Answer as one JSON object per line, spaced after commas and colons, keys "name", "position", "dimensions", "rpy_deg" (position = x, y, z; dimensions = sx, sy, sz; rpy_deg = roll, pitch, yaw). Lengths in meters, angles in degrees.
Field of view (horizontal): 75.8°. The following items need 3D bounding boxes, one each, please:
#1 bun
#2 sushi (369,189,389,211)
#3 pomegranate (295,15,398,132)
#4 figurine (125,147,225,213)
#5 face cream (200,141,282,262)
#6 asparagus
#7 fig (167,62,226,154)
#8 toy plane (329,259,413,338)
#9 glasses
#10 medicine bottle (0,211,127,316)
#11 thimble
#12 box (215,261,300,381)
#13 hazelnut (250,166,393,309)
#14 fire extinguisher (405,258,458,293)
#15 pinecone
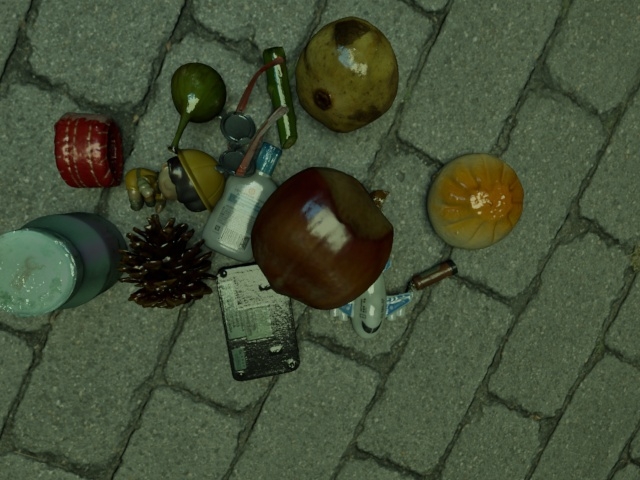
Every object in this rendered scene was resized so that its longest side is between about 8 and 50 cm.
{"name": "bun", "position": [0.468, -0.114, 1.223], "dimensions": [0.298, 0.165, 0.300], "rpy_deg": [-1, 97, -8]}
{"name": "sushi", "position": [0.161, -0.107, 1.238], "dimensions": [0.060, 0.062, 0.118], "rpy_deg": [38, 112, -20]}
{"name": "pomegranate", "position": [0.072, -0.424, 1.067], "dimensions": [0.280, 0.281, 0.282], "rpy_deg": [-1, 98, -8]}
{"name": "figurine", "position": [-0.382, -0.157, 1.090], "dimensions": [0.256, 0.192, 0.168], "rpy_deg": [0, 80, 3]}
{"name": "face cream", "position": [-0.205, -0.115, 1.169], "dimensions": [0.162, 0.080, 0.337], "rpy_deg": [24, 94, -9]}
{"name": "asparagus", "position": [-0.108, -0.397, 1.153], "dimensions": [0.067, 0.060, 0.278], "rpy_deg": [-15, 101, -16]}
{"name": "fig", "position": [-0.338, -0.339, 1.035], "dimensions": [0.151, 0.151, 0.260], "rpy_deg": [31, 52, -11]}
{"name": "toy plane", "position": [0.148, 0.170, 1.242], "dimensions": [0.266, 0.123, 0.267], "rpy_deg": [-1, 101, -7]}
{"name": "glasses", "position": [-0.181, -0.314, 1.029], "dimensions": [0.117, 0.268, 0.235], "rpy_deg": [9, 57, -23]}
{"name": "medicine bottle", "position": [-0.651, 0.057, 1.025], "dimensions": [0.244, 0.290, 0.245], "rpy_deg": [-1, 98, -8]}
{"name": "thimble", "position": [-0.591, -0.230, 1.057], "dimensions": [0.124, 0.163, 0.190], "rpy_deg": [-2, 99, -9]}
{"name": "box", "position": [-0.185, 0.238, 1.237], "dimensions": [0.211, 0.058, 0.351], "rpy_deg": [-9, 99, -6]}
{"name": "hazelnut", "position": [0.006, -0.007, 1.093], "dimensions": [0.364, 0.366, 0.367], "rpy_deg": [-1, 98, -8]}
{"name": "fire extinguisher", "position": [0.345, 0.119, 1.299], "dimensions": [0.177, 0.050, 0.062], "rpy_deg": [-24, 139, -3]}
{"name": "pinecone", "position": [-0.413, 0.060, 1.084], "dimensions": [0.263, 0.264, 0.265], "rpy_deg": [-1, 98, -8]}
